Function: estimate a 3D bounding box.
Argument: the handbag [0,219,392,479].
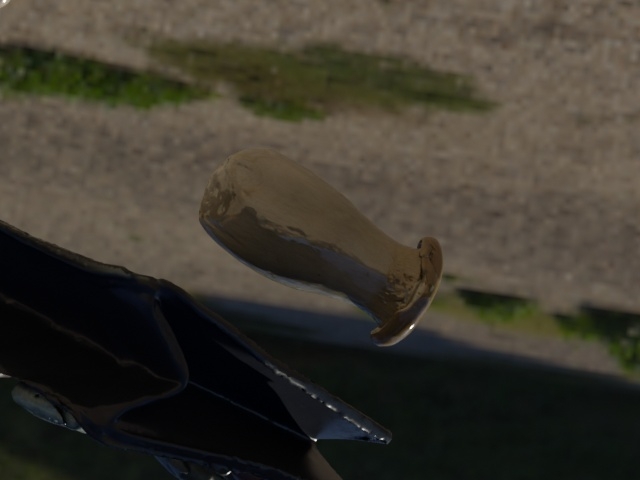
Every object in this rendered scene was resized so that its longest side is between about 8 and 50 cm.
[{"bbox_3d":[-0.143,0.096,1.396,0.303,0.122,0.329,19,170,42],"label":"handbag"}]

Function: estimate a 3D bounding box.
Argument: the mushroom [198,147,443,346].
[{"bbox_3d":[0.000,0.001,1.483,0.212,0.097,0.088,25,135,16],"label":"mushroom"}]

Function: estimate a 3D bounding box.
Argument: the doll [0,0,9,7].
[{"bbox_3d":[-0.400,-0.180,1.692,0.154,0.119,0.278,-45,172,35],"label":"doll"}]
